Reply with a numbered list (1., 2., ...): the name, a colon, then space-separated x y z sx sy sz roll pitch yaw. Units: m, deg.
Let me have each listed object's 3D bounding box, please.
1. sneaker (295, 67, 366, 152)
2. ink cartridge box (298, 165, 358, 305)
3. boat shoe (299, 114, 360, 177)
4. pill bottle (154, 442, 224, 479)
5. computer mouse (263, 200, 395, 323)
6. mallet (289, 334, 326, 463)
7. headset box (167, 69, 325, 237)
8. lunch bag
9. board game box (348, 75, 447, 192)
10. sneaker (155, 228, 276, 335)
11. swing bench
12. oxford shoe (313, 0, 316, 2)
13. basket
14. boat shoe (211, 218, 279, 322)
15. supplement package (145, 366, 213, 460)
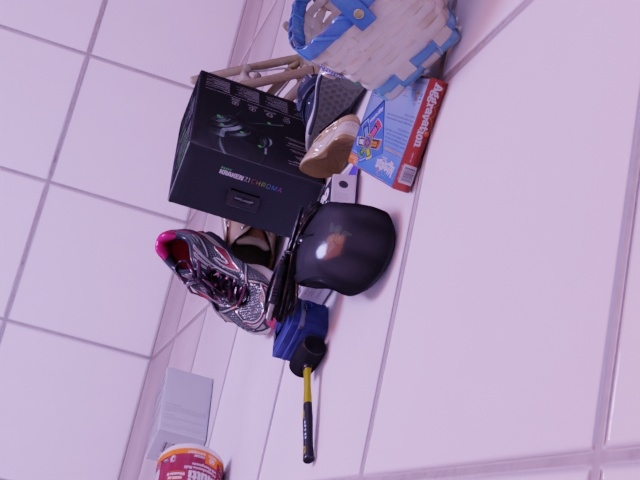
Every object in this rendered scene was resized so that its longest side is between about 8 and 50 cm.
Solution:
1. sneaker: 0.021 -0.267 1.791 0.163 0.086 0.226 -95 24 -53
2. ink cartridge box: 0.000 0.000 1.634 0.206 0.045 0.208 121 163 -48
3. boat shoe: 0.021 -0.149 1.712 0.170 0.063 0.059 -30 41 58
4. pill bottle: -0.234 0.469 1.848 0.221 0.121 0.121 -89 20 -49
5. computer mouse: 0.000 0.014 1.424 0.272 0.072 0.188 -9 59 61
6. mallet: -0.021 0.221 1.466 0.062 0.039 0.189 124 155 -49
7. headset box: -0.127 -0.149 1.912 0.283 0.246 0.131 -93 24 -54
8. lunch bag: -0.033 0.128 1.555 0.067 0.065 0.098 -91 21 -54
9. board game box: 0.098 -0.154 1.451 0.281 0.027 0.145 -131 60 -75
10. sneaker: -0.182 0.074 1.923 0.299 0.112 0.121 31 101 37
11. swing bench: -0.113 -0.306 2.167 0.255 0.165 0.253 -30 17 1
12. oxford shoe: 0.024 -0.545 2.151 0.096 0.083 0.227 126 156 -45
13. basket: 0.027 -0.325 1.346 0.201 0.289 0.255 -38 22 18
14. boat shoe: -0.128 -0.005 2.048 0.116 0.123 0.324 161 115 -70
15. supplement package: -0.298 0.375 2.280 0.179 0.105 0.105 -89 20 -51
